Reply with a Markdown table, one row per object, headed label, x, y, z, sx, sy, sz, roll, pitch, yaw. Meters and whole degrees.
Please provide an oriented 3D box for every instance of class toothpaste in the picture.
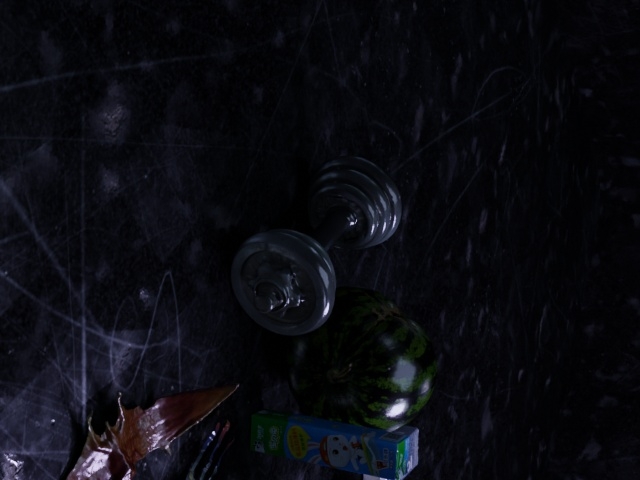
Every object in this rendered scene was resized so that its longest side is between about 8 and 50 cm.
| label | x | y | z | sx | sy | sz | roll | pitch | yaw |
| --- | --- | --- | --- | --- | --- | --- | --- | --- | --- |
| toothpaste | 0.012 | 0.329 | 1.709 | 0.050 | 0.266 | 0.065 | -14 | 108 | -62 |

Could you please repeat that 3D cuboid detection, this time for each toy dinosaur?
| label | x | y | z | sx | sy | sz | roll | pitch | yaw |
| --- | --- | --- | --- | --- | --- | --- | --- | --- | --- |
| toy dinosaur | -0.242 | 0.297 | 1.360 | 0.327 | 0.113 | 0.206 | -2 | 97 | -62 |

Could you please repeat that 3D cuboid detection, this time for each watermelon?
| label | x | y | z | sx | sy | sz | roll | pitch | yaw |
| --- | --- | --- | --- | --- | --- | --- | --- | --- | --- |
| watermelon | 0.064 | 0.210 | 1.810 | 0.269 | 0.269 | 0.269 | -22 | 114 | -62 |

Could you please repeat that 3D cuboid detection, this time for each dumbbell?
| label | x | y | z | sx | sy | sz | roll | pitch | yaw |
| --- | --- | --- | --- | --- | --- | --- | --- | --- | --- |
| dumbbell | 0.000 | 0.000 | 1.724 | 0.406 | 0.179 | 0.179 | -48 | 136 | -50 |

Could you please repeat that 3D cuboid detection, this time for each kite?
| label | x | y | z | sx | sy | sz | roll | pitch | yaw |
| --- | --- | --- | --- | --- | --- | --- | --- | --- | --- |
| kite | -0.187 | 0.377 | 1.598 | 0.141 | 0.015 | 0.245 | 68 | 38 | -48 |

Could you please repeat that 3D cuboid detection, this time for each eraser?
| label | x | y | z | sx | sy | sz | roll | pitch | yaw |
| --- | --- | --- | --- | --- | --- | --- | --- | --- | --- |
| eraser | 0.153 | 0.478 | 2.283 | 0.212 | 0.046 | 0.092 | -22 | 114 | -61 |
